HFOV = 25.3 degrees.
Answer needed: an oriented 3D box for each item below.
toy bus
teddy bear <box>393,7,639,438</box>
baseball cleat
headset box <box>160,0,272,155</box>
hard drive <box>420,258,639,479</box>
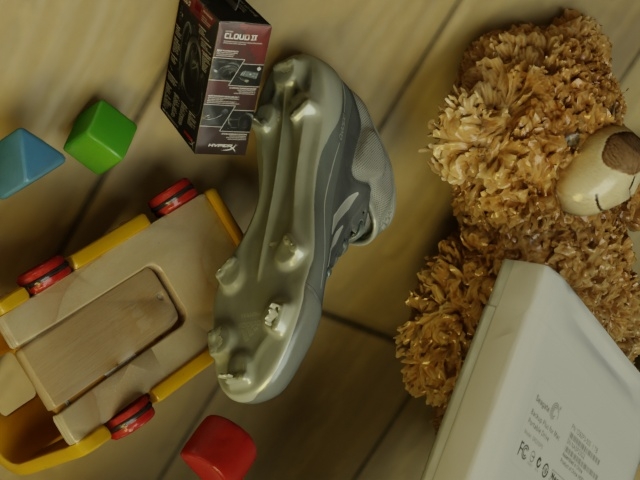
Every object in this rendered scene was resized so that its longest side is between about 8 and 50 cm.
[{"bbox_3d":[-0.112,0.042,0.792,0.202,0.191,0.104,23,149,-33],"label":"toy bus"},{"bbox_3d":[0.152,0.029,0.911,0.245,0.113,0.338,-3,120,-27],"label":"teddy bear"},{"bbox_3d":[0.000,0.000,0.786,0.109,0.072,0.206,31,62,-44],"label":"baseball cleat"},{"bbox_3d":[-0.057,-0.096,0.765,0.032,0.062,0.083,1,117,-27],"label":"headset box"},{"bbox_3d":[0.104,0.192,0.807,0.203,0.040,0.307,43,64,-49],"label":"hard drive"}]
